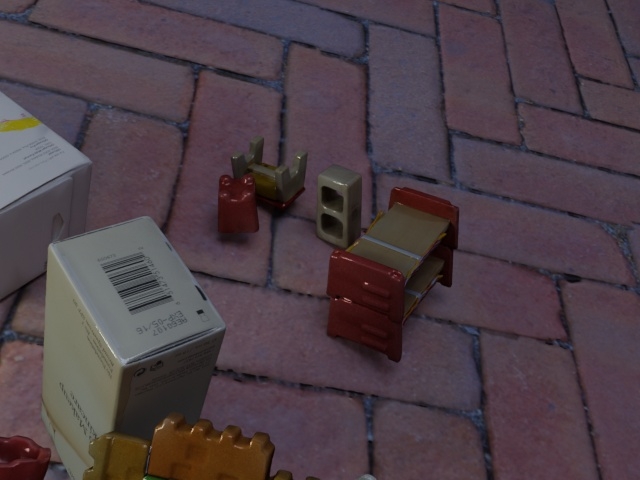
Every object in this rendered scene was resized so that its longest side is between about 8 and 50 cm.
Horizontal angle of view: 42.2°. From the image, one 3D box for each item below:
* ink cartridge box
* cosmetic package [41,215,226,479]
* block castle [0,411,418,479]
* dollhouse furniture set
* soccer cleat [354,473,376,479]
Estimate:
[{"bbox_3d":[-0.444,-0.072,1.084,0.232,0.171,0.168,35,46,14],"label":"ink cartridge box"},{"bbox_3d":[-0.208,0.142,0.870,0.113,0.310,0.160,-19,55,-34],"label":"cosmetic package"},{"bbox_3d":[-0.120,0.264,0.623,0.452,0.213,0.303,11,0,5],"label":"block castle"},{"bbox_3d":[0.000,0.000,1.233,0.374,0.152,0.201,21,42,25],"label":"dollhouse furniture set"},{"bbox_3d":[-0.079,0.318,0.867,0.331,0.143,0.116,-10,52,-28],"label":"soccer cleat"}]
